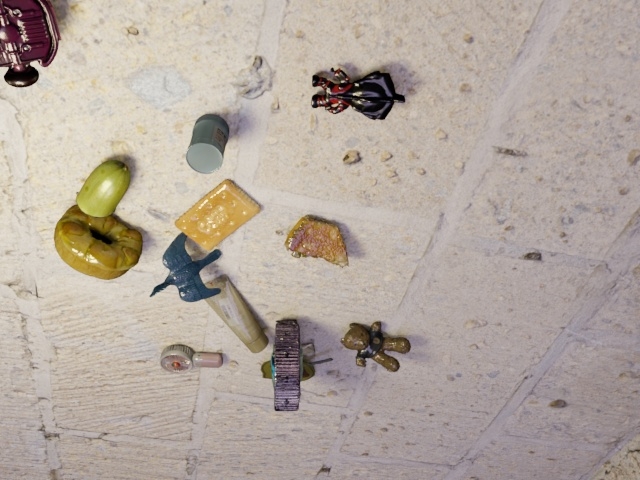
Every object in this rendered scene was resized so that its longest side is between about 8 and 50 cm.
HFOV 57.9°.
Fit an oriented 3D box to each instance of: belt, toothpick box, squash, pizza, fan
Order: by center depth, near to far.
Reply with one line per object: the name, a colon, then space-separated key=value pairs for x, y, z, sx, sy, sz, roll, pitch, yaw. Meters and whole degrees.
toothpick box: x=-0.306 y=-0.263 z=1.574 sx=0.101 sy=0.153 sz=0.101 roll=0 pitch=132 yaw=0
squash: x=-0.621 y=-0.160 z=1.689 sx=0.123 sy=0.123 sz=0.186 roll=31 pitch=125 yaw=-25
pizza: x=0.000 y=0.000 z=1.871 sx=0.226 sy=0.069 sz=0.147 roll=12 pitch=109 yaw=-15
belt: x=-0.120 y=0.456 z=2.100 sx=0.122 sy=0.325 sz=0.260 roll=0 pitch=150 yaw=-5
fan: x=-0.506 y=0.469 z=2.271 sx=0.244 sy=0.074 sz=0.130 roll=3 pitch=131 yaw=-3
fan: x=-0.094 y=0.515 z=2.327 sx=0.335 sy=0.011 sz=0.229 roll=-19 pitch=138 yaw=25

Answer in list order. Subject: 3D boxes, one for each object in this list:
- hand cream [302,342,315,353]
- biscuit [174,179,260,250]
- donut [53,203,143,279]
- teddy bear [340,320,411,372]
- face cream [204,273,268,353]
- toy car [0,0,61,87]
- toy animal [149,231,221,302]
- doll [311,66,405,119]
hand cream: x=-0.092 y=0.436 z=2.272 sx=0.143 sy=0.039 sz=0.061 roll=-10 pitch=131 yaw=3
biscuit: x=-0.324 y=-0.073 z=1.814 sx=0.249 sy=0.030 sz=0.160 roll=-34 pitch=123 yaw=22
donut: x=-0.689 y=0.013 z=1.782 sx=0.261 sy=0.208 sz=0.128 roll=33 pitch=124 yaw=-20
teddy bear: x=0.200 y=0.403 z=2.190 sx=0.251 sy=0.182 sz=0.129 roll=27 pitch=168 yaw=-4
face cream: x=-0.308 y=0.271 z=2.104 sx=0.137 sy=0.084 sz=0.341 roll=-24 pitch=119 yaw=17
toy car: x=-0.799 y=-0.507 z=1.333 sx=0.340 sy=0.240 sz=0.271 roll=-17 pitch=138 yaw=-23
toy animal: x=-0.436 y=0.109 z=1.877 sx=0.255 sy=0.176 sz=0.239 roll=-30 pitch=111 yaw=-6
doll: x=0.099 y=-0.387 z=1.520 sx=0.248 sy=0.088 sz=0.127 roll=4 pitch=152 yaw=9
